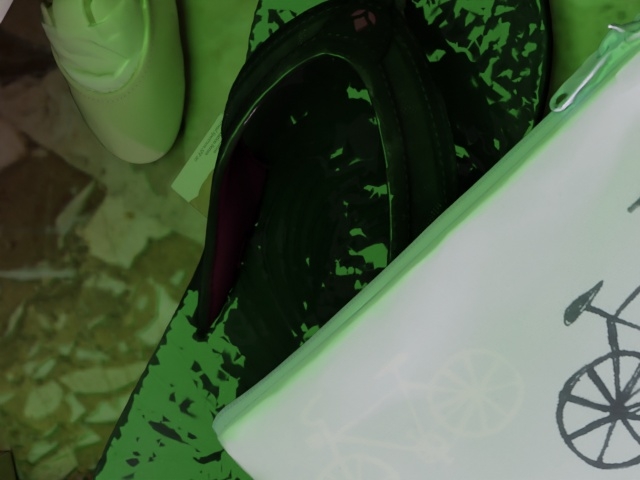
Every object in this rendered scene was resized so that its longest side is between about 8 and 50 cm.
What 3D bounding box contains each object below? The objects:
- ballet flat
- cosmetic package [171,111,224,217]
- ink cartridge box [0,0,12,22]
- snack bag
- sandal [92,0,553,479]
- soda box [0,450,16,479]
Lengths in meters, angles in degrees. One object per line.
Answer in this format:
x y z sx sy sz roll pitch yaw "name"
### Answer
-0.131 -0.162 1.037 0.086 0.086 0.248 -2 101 23 "ballet flat"
-0.022 -0.019 1.044 0.115 0.041 0.060 39 112 10 "cosmetic package"
-0.343 -0.044 0.939 0.285 0.395 0.166 -17 131 44 "ink cartridge box"
0.159 0.106 0.920 0.342 0.037 0.323 43 103 -10 "snack bag"
0.002 0.002 0.955 0.167 0.107 0.446 19 91 11 "sandal"
-0.220 0.231 1.169 0.058 0.061 0.181 -7 99 23 "soda box"
